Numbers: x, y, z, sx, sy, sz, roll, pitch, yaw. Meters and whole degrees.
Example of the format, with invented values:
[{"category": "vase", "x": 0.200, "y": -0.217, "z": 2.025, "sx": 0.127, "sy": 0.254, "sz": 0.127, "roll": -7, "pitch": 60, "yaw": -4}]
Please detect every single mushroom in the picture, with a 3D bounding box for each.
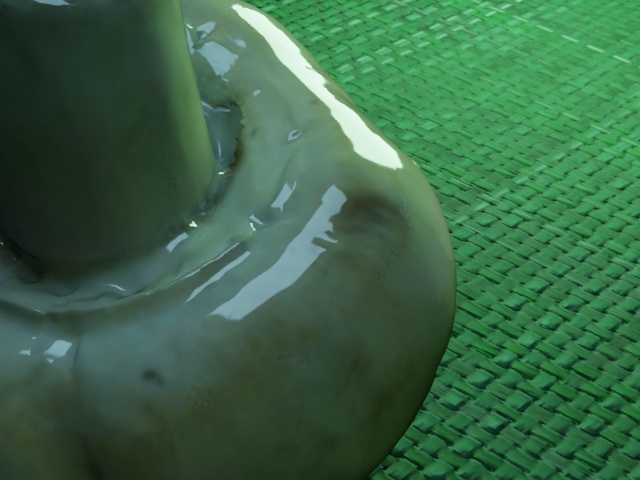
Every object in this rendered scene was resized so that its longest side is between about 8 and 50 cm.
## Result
[{"category": "mushroom", "x": -0.089, "y": -0.007, "z": 0.683, "sx": 0.325, "sy": 0.353, "sz": 0.353, "roll": 21, "pitch": 31, "yaw": -16}]

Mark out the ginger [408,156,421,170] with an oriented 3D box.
[{"category": "ginger", "x": 0.000, "y": 0.000, "z": 0.924, "sx": 0.089, "sy": 0.075, "sz": 0.288, "roll": 24, "pitch": 33, "yaw": 15}]
